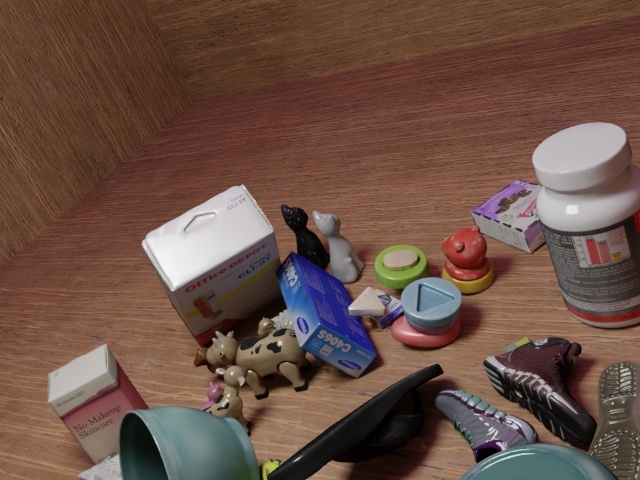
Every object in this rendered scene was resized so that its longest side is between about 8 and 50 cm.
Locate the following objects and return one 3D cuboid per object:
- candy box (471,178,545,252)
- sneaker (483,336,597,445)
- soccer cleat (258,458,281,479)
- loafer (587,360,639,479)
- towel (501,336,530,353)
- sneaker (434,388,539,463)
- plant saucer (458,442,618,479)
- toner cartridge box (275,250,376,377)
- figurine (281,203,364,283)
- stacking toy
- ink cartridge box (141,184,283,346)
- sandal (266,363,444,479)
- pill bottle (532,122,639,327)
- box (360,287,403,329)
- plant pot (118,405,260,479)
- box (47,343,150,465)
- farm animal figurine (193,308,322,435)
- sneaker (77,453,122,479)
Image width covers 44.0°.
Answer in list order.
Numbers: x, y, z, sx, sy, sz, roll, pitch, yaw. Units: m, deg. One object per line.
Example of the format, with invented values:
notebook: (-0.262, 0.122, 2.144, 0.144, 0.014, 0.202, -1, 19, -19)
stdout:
candy box: (0.498, -0.064, 1.935, 0.165, 0.070, 0.196, -34, 29, -16)
sneaker: (0.433, 0.246, 1.428, 0.163, 0.106, 0.281, -29, 27, -14)
soccer cleat: (-0.056, 0.489, 1.420, 0.121, 0.093, 0.289, -45, 31, -15)
loafer: (0.493, 0.324, 1.260, 0.102, 0.092, 0.268, -18, 41, 46)
towel: (0.401, 0.227, 1.581, 0.060, 0.009, 0.083, -23, 28, 6)
sneaker: (0.275, 0.340, 1.418, 0.098, 0.083, 0.224, -45, 34, -24)
plant saucer: (0.300, 0.425, 1.190, 0.318, 0.043, 0.317, -27, 26, 14)
toner cartridge box: (0.005, 0.163, 1.833, 0.075, 0.165, 0.348, -53, 24, 14)
figurine: (0.000, 0.000, 2.079, 0.215, 0.209, 0.092, 11, 44, 47)
stacking toy: (0.223, 0.076, 1.784, 0.280, 0.130, 0.309, 13, 45, 26)
ink cartridge box: (-0.250, 0.073, 1.960, 0.279, 0.384, 0.160, -31, 66, -13)
sandal: (0.087, 0.362, 1.459, 0.446, 0.107, 0.167, -26, -13, -42)
pill bottle: (0.538, -0.027, 1.528, 0.210, 0.363, 0.210, -19, 29, 11)
box: (0.142, 0.164, 1.882, 0.081, 0.028, 0.136, -35, 32, -19)
plant pot: (-0.237, 0.440, 1.489, 0.196, 0.293, 0.293, -10, 18, -32)
box: (-0.494, 0.382, 1.799, 0.149, 0.232, 0.127, -28, 27, -5)
farm animal figurine: (-0.168, 0.284, 1.768, 0.327, 0.172, 0.330, -23, 28, 3)
sneaker: (-0.417, 0.504, 1.688, 0.232, 0.090, 0.115, 3, 36, 41)
